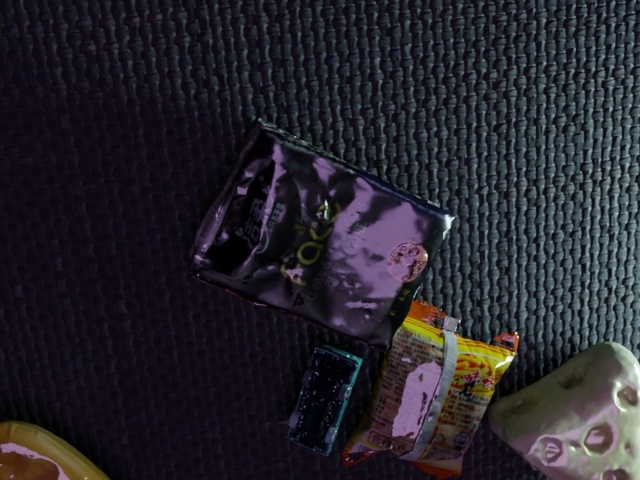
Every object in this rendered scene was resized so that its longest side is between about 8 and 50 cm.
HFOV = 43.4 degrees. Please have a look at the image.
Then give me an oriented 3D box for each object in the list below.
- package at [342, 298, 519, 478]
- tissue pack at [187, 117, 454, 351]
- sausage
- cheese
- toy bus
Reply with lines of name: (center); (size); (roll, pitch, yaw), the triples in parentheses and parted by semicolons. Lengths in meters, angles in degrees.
package: (0.177, 0.252, 1.272); (0.223, 0.108, 0.288); (17, 101, -17)
tissue pack: (0.000, 0.000, 1.149); (0.332, 0.123, 0.245); (24, 99, -17)
sausage: (-0.384, 0.387, 1.209); (0.134, 0.116, 0.354); (-33, 108, 17)
cheese: (0.445, 0.308, 1.307); (0.251, 0.173, 0.248); (-42, 109, -1)
toy bus: (0.011, 0.236, 1.242); (0.079, 0.092, 0.160); (20, 105, 14)
